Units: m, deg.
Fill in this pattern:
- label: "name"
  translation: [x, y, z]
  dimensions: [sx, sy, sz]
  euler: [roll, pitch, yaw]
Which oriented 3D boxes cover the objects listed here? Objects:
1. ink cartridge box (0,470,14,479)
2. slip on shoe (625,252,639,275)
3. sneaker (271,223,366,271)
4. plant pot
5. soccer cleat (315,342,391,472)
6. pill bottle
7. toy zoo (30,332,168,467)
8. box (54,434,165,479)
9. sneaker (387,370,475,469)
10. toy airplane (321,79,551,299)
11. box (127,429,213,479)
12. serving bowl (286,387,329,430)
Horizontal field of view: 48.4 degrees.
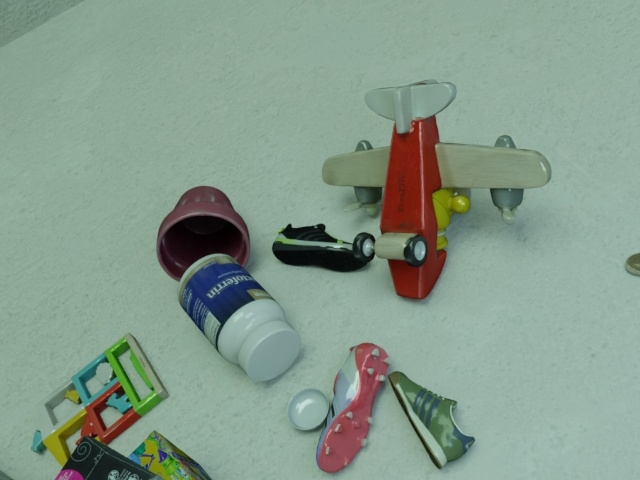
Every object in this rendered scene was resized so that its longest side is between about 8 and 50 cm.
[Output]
- label: "ink cartridge box"
  translation: [-0.658, 0.495, 1.350]
  dimensions: [0.289, 0.211, 0.121]
  euler: [16, 64, 33]
- label: "slip on shoe"
  translation: [0.613, 0.037, 1.259]
  dimensions: [0.135, 0.041, 0.051]
  euler: [5, 57, 26]
- label: "sneaker"
  translation: [0.000, 0.000, 1.524]
  dimensions: [0.234, 0.084, 0.097]
  euler: [7, 57, 27]
- label: "plant pot"
  translation: [-0.261, -0.025, 1.598]
  dimensions: [0.201, 0.201, 0.180]
  euler: [-22, 34, 7]
- label: "soccer cleat"
  translation: [0.049, 0.300, 1.291]
  dimensions: [0.095, 0.083, 0.248]
  euler: [-9, 51, 56]
- label: "pill bottle"
  translation: [-0.164, 0.154, 1.433]
  dimensions: [0.153, 0.153, 0.264]
  euler: [-41, 51, -10]
- label: "toy zoo"
  translation: [-0.480, 0.350, 1.500]
  dimensions: [0.293, 0.030, 0.192]
  euler: [-39, 50, -8]
- label: "box"
  translation: [-0.332, 0.450, 1.054]
  dimensions: [0.163, 0.142, 0.247]
  euler: [17, 64, 30]
- label: "sneaker"
  translation: [0.196, 0.296, 1.234]
  dimensions: [0.086, 0.064, 0.192]
  euler: [-25, 49, -6]
- label: "toy airplane"
  translation: [0.209, -0.129, 1.411]
  dimensions: [0.384, 0.272, 0.386]
  euler: [-49, 59, 26]
- label: "box"
  translation: [-0.272, 0.533, 1.174]
  dimensions: [0.290, 0.177, 0.279]
  euler: [-44, 50, -13]
- label: "serving bowl"
  translation: [-0.020, 0.318, 1.327]
  dimensions: [0.083, 0.027, 0.083]
  euler: [-11, 51, 14]
